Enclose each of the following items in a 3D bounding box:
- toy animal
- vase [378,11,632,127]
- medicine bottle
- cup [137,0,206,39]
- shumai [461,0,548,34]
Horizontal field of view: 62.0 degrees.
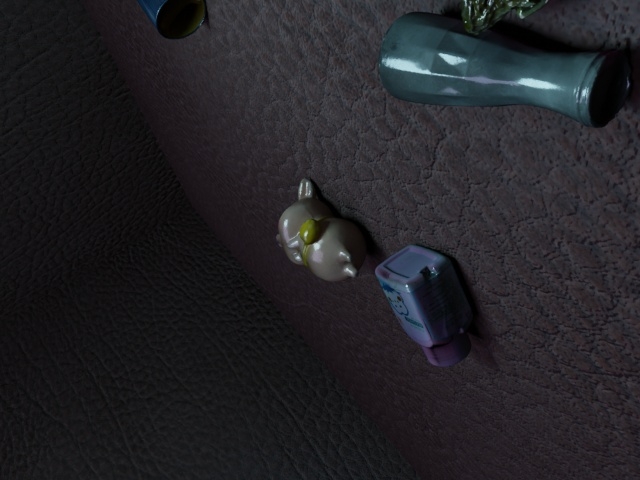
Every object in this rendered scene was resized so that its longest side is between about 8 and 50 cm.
[{"bbox_3d":[0.001,-0.003,1.102,0.248,0.149,0.165,-131,28,-49],"label":"toy animal"},{"bbox_3d":[0.151,-0.149,0.466,0.214,0.086,0.086,32,152,46],"label":"vase"},{"bbox_3d":[0.180,0.111,0.871,0.187,0.094,0.119,62,165,-21],"label":"medicine bottle"},{"bbox_3d":[-0.321,-0.499,1.108,0.138,0.114,0.150,54,163,16],"label":"cup"},{"bbox_3d":[0.153,-0.201,0.407,0.081,0.083,0.082,14,177,22],"label":"shumai"}]
